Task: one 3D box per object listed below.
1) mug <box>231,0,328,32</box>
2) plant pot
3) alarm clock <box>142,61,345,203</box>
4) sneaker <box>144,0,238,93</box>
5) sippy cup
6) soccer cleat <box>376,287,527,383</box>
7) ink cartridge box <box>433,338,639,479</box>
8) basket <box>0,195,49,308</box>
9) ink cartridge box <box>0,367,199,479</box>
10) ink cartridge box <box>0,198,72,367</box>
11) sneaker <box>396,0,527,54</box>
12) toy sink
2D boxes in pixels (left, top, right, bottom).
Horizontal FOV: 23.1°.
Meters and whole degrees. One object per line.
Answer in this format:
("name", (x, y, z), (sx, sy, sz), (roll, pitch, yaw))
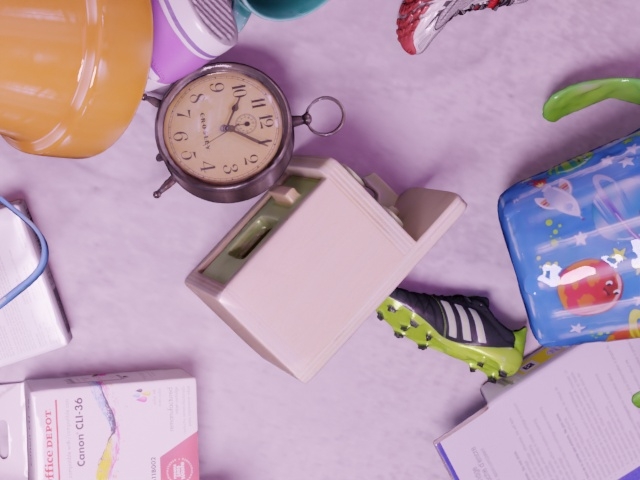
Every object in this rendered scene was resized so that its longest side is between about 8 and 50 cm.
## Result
("mug", (-0.055, -0.280, 1.474), (0.158, 0.097, 0.129), (-26, 137, -18))
("plant pot", (-0.278, -0.177, 1.341), (0.188, 0.205, 0.205), (2, 95, -42))
("alarm clock", (-0.070, -0.104, 1.492), (0.192, 0.064, 0.129), (-10, 73, 4))
("sneaker", (-0.193, -0.268, 1.446), (0.102, 0.161, 0.282), (9, 60, -55))
("sippy cup", (0.300, 0.001, 1.556), (0.224, 0.305, 0.240), (-15, 122, 5))
("soccer cleat", (0.131, 0.081, 1.605), (0.179, 0.060, 0.072), (28, 64, -15))
("ink cartridge box", (0.298, 0.250, 1.663), (0.307, 0.072, 0.303), (-30, 104, -11))
("basket", (-0.414, 0.000, 1.337), (0.289, 0.201, 0.255), (44, 80, 0))
("ink cartridge box", (-0.219, 0.189, 1.494), (0.198, 0.067, 0.115), (-4, 96, -17))
("ink cartridge box", (-0.340, 0.056, 1.470), (0.179, 0.045, 0.145), (-17, 101, 3))
("sneaker", (0.169, -0.261, 1.565), (0.225, 0.088, 0.093), (-43, 107, -9))
("toy sink", (0.000, 0.000, 1.502), (0.234, 0.153, 0.131), (-47, 105, -7))
